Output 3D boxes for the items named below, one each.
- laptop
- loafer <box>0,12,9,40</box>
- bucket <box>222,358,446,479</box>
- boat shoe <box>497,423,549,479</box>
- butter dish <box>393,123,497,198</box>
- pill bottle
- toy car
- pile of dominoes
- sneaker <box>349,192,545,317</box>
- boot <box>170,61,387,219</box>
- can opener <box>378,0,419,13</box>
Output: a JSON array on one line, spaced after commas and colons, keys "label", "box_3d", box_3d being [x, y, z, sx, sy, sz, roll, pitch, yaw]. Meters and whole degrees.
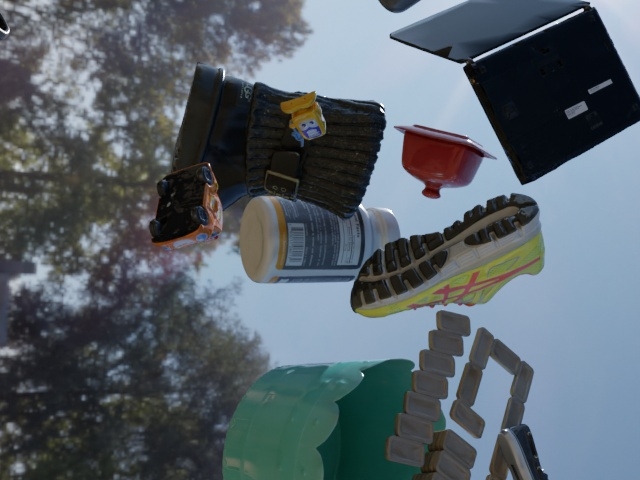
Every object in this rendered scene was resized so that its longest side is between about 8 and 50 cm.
[{"label": "laptop", "box_3d": [0.266, -0.225, 1.004, 0.264, 0.234, 0.136, 63, -20, -2]}, {"label": "loafer", "box_3d": [-0.289, -0.227, 0.501, 0.267, 0.084, 0.096, 103, -28, -63]}, {"label": "bucket", "box_3d": [0.022, 0.286, 0.960, 0.183, 0.281, 0.281, -4, -98, 41]}, {"label": "boat shoe", "box_3d": [0.273, 0.305, 0.949, 0.049, 0.040, 0.142, 162, -93, -76]}, {"label": "butter dish", "box_3d": [0.210, -0.131, 1.305, 0.160, 0.160, 0.118, 19, -83, 26]}, {"label": "pill bottle", "box_3d": [0.000, 0.000, 1.395, 0.162, 0.279, 0.162, -2, -92, 64]}, {"label": "toy car", "box_3d": [-0.042, -0.032, 0.435, 0.122, 0.040, 0.060, -28, -134, 5]}, {"label": "pile of dominoes", "box_3d": [0.178, 0.224, 0.966, 0.040, 0.196, 0.251, -25, -150, 50]}, {"label": "sneaker", "box_3d": [0.130, 0.038, 0.736, 0.209, 0.094, 0.081, -23, -145, 15]}, {"label": "boot", "box_3d": [-0.076, -0.083, 1.030, 0.348, 0.260, 0.131, 121, -24, -54]}, {"label": "can opener", "box_3d": [0.151, -0.240, 0.491, 0.280, 0.074, 0.093, -25, -115, 22]}]
